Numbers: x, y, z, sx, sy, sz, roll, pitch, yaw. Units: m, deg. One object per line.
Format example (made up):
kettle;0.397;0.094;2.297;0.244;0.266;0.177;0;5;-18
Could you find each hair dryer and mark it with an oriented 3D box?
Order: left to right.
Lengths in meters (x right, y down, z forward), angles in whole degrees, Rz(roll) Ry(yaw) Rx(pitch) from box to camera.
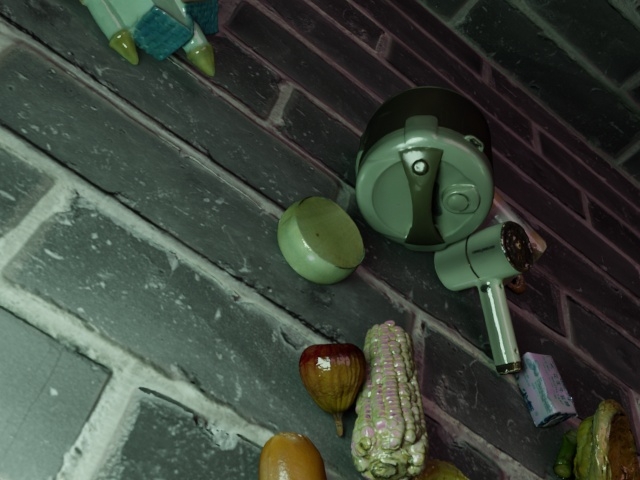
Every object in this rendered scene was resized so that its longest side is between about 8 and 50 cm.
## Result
hair dryer;0.402;0.152;1.546;0.128;0.203;0.361;3;72;-43

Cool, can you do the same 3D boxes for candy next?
candy;0.514;0.343;1.536;0.092;0.073;0.160;11;49;-32

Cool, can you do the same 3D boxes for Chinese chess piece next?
Chinese chess piece;0.000;0.000;1.359;0.188;0.083;0.188;26;43;-27

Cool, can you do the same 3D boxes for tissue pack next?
tissue pack;0.437;-0.002;1.700;0.222;0.186;0.090;50;24;6

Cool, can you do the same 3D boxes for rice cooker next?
rice cooker;0.242;-0.162;1.564;0.335;0.335;0.325;33;38;-17

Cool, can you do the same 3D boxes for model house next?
model house;-0.343;-0.474;1.429;0.324;0.194;0.267;58;33;-6

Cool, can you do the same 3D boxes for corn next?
corn;0.121;0.275;1.170;0.127;0.126;0.335;35;29;-14

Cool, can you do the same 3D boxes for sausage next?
sausage;-0.033;0.400;0.921;0.105;0.105;0.274;21;43;-30

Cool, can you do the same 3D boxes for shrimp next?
shrimp;0.527;0.089;1.833;0.091;0.025;0.127;29;42;-19

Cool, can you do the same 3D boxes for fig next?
fig;0.021;0.242;1.150;0.119;0.152;0.119;0;20;0

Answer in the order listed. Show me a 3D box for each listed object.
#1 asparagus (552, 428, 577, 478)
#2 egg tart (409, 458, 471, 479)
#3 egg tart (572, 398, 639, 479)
asparagus;0.557;0.465;1.487;0.045;0.041;0.178;51;35;5
egg tart;0.205;0.473;1.093;0.213;0.090;0.212;28;37;-24
egg tart;0.609;0.484;1.437;0.291;0.107;0.290;9;79;-51
